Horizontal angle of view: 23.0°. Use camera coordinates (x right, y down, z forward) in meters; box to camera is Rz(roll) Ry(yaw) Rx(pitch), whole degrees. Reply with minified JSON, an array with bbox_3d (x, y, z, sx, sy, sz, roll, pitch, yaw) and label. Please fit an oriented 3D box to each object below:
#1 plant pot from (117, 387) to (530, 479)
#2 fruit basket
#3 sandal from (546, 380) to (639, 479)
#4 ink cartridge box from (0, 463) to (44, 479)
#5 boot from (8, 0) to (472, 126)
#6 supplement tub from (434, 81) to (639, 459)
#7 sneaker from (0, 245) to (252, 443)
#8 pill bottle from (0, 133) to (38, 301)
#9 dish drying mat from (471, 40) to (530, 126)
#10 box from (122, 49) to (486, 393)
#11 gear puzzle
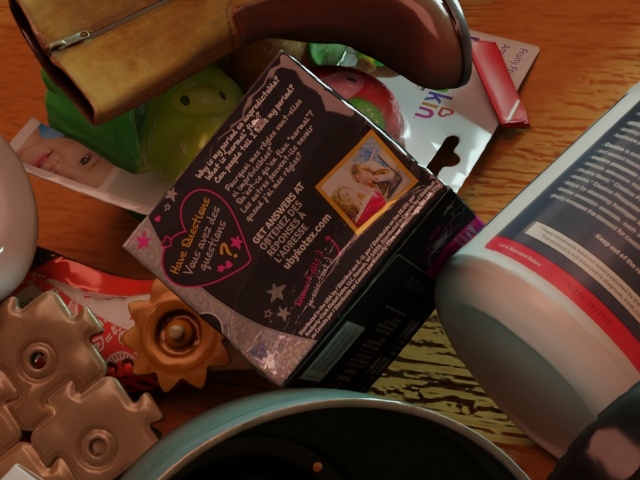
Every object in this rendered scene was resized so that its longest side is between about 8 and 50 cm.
[{"bbox_3d":[-0.022,0.215,0.930,0.293,0.293,0.196,-36,17,-10],"label":"plant pot"},{"bbox_3d":[-0.035,-0.122,1.303,0.353,0.165,0.327,14,47,22],"label":"fruit basket"},{"bbox_3d":[0.295,0.092,0.909,0.446,0.167,0.107,-29,56,-34],"label":"sandal"},{"bbox_3d":[-0.195,0.231,1.070,0.056,0.135,0.099,26,64,40],"label":"ink cartridge box"},{"bbox_3d":[-0.058,-0.159,1.195,0.280,0.096,0.264,-27,60,-29],"label":"boot"},{"bbox_3d":[0.228,0.008,1.043,0.272,0.191,0.191,-42,46,-15],"label":"supplement tub"},{"bbox_3d":[-0.164,0.100,1.220,0.270,0.090,0.145,14,68,26],"label":"sneaker"},{"bbox_3d":[-0.391,0.028,1.249,0.334,0.188,0.188,-30,37,36],"label":"pill bottle"},{"bbox_3d":[0.148,-0.130,1.304,0.032,0.008,0.083,-5,63,-31],"label":"dish drying mat"},{"bbox_3d":[0.000,0.000,1.043,0.142,0.247,0.163,41,93,15],"label":"box"},{"bbox_3d":[-0.207,0.137,1.160,0.339,0.044,0.175,-38,77,3],"label":"gear puzzle"}]
